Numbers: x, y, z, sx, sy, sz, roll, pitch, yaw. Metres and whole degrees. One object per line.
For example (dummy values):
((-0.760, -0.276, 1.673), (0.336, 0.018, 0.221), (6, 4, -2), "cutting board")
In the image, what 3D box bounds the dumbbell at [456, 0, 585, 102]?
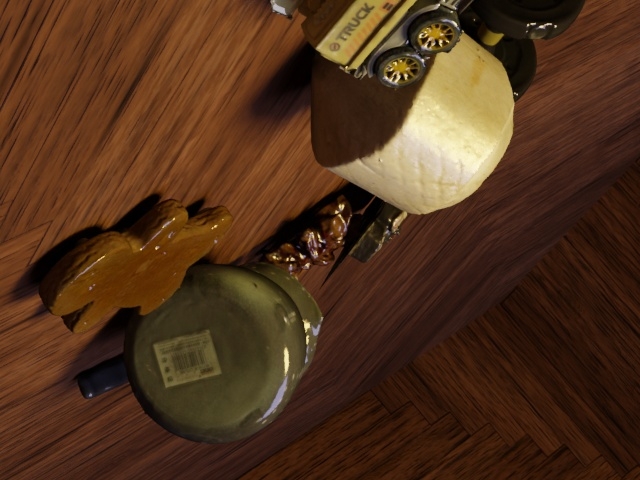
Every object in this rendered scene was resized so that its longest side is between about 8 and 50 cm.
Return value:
((0.200, -0.248, 1.861), (0.143, 0.143, 0.325), (-33, 166, -30), "dumbbell")

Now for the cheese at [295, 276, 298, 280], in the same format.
((-0.097, 0.079, 2.378), (0.065, 0.043, 0.194), (-45, 167, 27), "cheese")

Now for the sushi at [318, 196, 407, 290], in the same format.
((0.094, -0.028, 2.377), (0.192, 0.050, 0.215), (-52, -176, 43), "sushi")

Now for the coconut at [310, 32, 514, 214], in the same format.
((0.085, -0.145, 1.760), (0.202, 0.222, 0.202), (-41, -148, 33), "coconut")

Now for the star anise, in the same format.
((0.000, -0.003, 2.324), (0.177, 0.073, 0.234), (-38, 179, 38), "star anise")

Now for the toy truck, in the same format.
((0.075, -0.262, 1.459), (0.157, 0.124, 0.272), (19, 134, -33), "toy truck")

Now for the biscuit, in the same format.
((-0.210, 0.023, 1.819), (0.197, 0.049, 0.301), (-49, 166, 20), "biscuit")

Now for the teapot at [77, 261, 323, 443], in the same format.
((-0.133, 0.155, 2.158), (0.305, 0.223, 0.285), (-46, 174, 16), "teapot")
